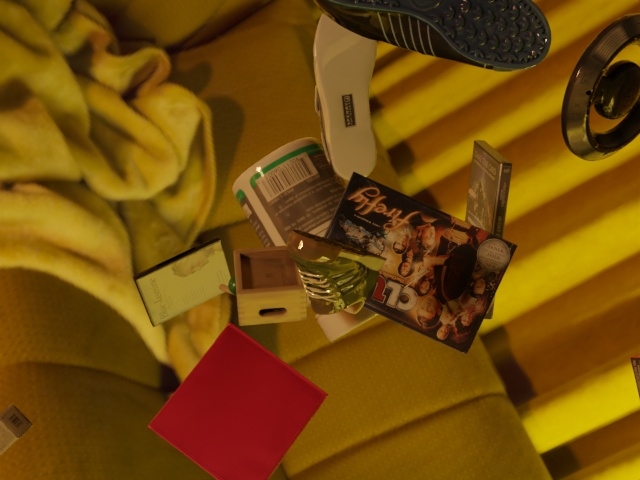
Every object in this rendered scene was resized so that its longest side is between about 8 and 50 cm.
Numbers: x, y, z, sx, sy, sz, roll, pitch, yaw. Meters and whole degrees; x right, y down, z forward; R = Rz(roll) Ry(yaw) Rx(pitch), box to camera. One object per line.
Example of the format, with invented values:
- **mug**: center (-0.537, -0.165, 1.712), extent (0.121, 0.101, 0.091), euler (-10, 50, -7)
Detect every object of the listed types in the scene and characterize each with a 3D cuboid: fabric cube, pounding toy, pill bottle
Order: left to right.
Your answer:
- **fabric cube**: center (-0.167, 0.359, 1.765), extent (0.254, 0.258, 0.259), euler (35, -14, 5)
- **pounding toy**: center (-0.099, 0.078, 1.403), extent (0.130, 0.141, 0.100), euler (-101, -172, -50)
- **pill bottle**: center (0.000, 0.000, 1.649), extent (0.361, 0.204, 0.204), euler (60, 12, 6)

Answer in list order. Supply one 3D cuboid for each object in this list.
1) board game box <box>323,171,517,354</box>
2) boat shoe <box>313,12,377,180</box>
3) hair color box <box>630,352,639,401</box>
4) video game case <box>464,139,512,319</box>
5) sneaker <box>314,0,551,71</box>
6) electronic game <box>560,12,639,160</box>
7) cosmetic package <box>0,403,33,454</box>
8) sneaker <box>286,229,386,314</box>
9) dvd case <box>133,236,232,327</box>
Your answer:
- **board game box**: center (0.122, 0.030, 1.165), extent (0.243, 0.165, 0.042), euler (24, 1, 5)
- **boat shoe**: center (0.039, -0.254, 1.450), extent (0.102, 0.108, 0.301), euler (-148, -131, -73)
- **hair color box**: center (0.586, 0.213, 1.389), extent (0.053, 0.167, 0.093), euler (-11, -88, 58)
- **video game case**: center (0.287, -0.024, 1.507), extent (0.196, 0.026, 0.274), euler (-99, -167, -72)
- **sneaker**: center (0.099, -0.217, 0.801), extent (0.232, 0.081, 0.090), euler (21, 3, -2)
- **electronic game**: center (0.446, -0.227, 1.282), extent (0.048, 0.229, 0.229), euler (38, -6, 43)
- **cosmetic package**: center (-0.599, 0.362, 1.625), extent (0.060, 0.115, 0.041), euler (48, 45, -4)
- **sneaker**: center (0.013, 0.045, 0.958), extent (0.064, 0.086, 0.192), euler (23, 4, 27)
- **dvd case**: center (-0.364, 0.112, 2.297), extent (0.022, 0.253, 0.180), euler (45, -25, 46)
